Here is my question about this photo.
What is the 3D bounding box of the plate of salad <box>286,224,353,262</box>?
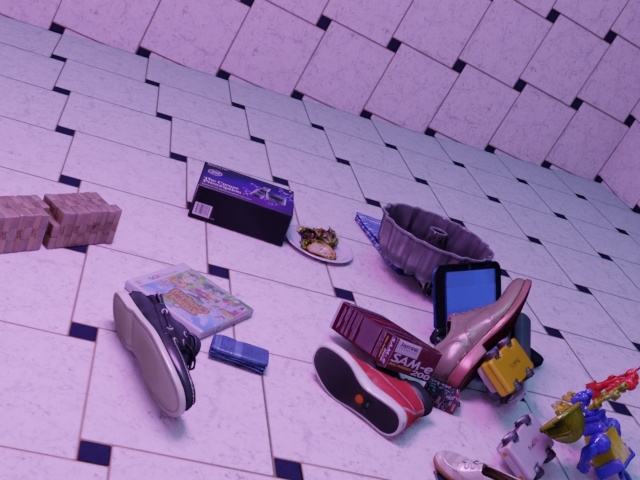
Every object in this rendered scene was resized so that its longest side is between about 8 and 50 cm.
[{"bbox_3d":[0.000,0.000,2.381,0.200,0.048,0.200,18,23,-8],"label":"plate of salad"}]

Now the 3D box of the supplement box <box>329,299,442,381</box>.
[{"bbox_3d":[0.136,0.214,1.889,0.130,0.073,0.239,23,3,-32],"label":"supplement box"}]

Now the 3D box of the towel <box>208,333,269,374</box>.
[{"bbox_3d":[-0.162,0.225,1.749,0.119,0.029,0.067,19,23,-7],"label":"towel"}]

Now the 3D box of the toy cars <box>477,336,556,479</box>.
[{"bbox_3d":[0.395,0.356,1.833,0.176,0.087,0.393,34,33,-28],"label":"toy cars"}]

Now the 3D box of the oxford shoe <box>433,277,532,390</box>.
[{"bbox_3d":[0.364,0.188,2.014,0.130,0.123,0.348,33,57,22],"label":"oxford shoe"}]

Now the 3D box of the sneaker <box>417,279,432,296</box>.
[{"bbox_3d":[0.284,0.123,2.389,0.044,0.040,0.109,8,17,9],"label":"sneaker"}]

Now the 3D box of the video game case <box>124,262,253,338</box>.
[{"bbox_3d":[-0.278,0.124,1.876,0.212,0.023,0.193,32,24,21],"label":"video game case"}]

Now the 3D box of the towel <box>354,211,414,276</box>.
[{"bbox_3d":[0.262,0.018,2.594,0.243,0.040,0.336,11,25,-28],"label":"towel"}]

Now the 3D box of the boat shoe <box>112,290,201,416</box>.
[{"bbox_3d":[-0.277,0.192,1.592,0.113,0.127,0.340,-7,25,-29],"label":"boat shoe"}]

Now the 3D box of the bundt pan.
[{"bbox_3d":[0.298,0.025,2.390,0.331,0.124,0.331,20,20,-8],"label":"bundt pan"}]

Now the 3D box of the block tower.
[{"bbox_3d":[-0.595,-0.041,1.870,0.097,0.091,0.335,38,27,33],"label":"block tower"}]

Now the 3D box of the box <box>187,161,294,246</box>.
[{"bbox_3d":[-0.209,-0.100,2.350,0.261,0.103,0.184,18,20,-10],"label":"box"}]

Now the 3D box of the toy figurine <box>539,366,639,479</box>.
[{"bbox_3d":[0.611,0.414,1.829,0.362,0.191,0.217,-6,71,-61],"label":"toy figurine"}]

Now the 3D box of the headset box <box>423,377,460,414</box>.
[{"bbox_3d":[0.263,0.336,1.886,0.083,0.032,0.062,24,23,2],"label":"headset box"}]

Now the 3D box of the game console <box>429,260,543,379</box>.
[{"bbox_3d":[0.419,0.191,2.172,0.293,0.173,0.250,-3,33,-45],"label":"game console"}]

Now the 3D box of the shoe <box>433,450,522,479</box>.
[{"bbox_3d":[0.319,0.447,1.650,0.219,0.058,0.076,26,23,10],"label":"shoe"}]

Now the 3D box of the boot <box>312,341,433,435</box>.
[{"bbox_3d":[0.110,0.288,1.794,0.244,0.088,0.176,40,26,23],"label":"boot"}]

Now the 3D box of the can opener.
[{"bbox_3d":[0.448,0.270,2.050,0.093,0.074,0.280,45,36,-17],"label":"can opener"}]
